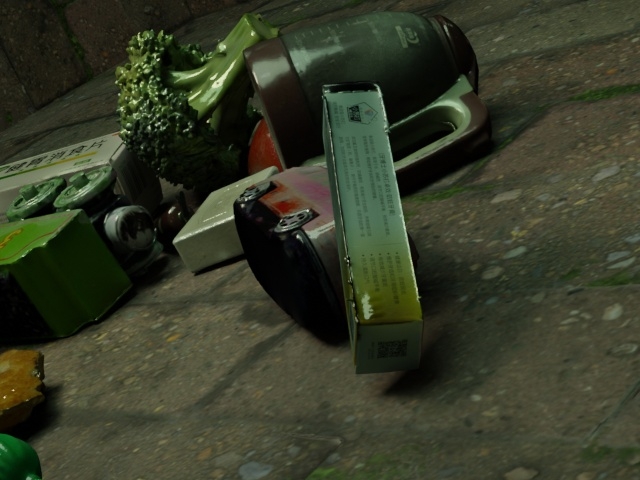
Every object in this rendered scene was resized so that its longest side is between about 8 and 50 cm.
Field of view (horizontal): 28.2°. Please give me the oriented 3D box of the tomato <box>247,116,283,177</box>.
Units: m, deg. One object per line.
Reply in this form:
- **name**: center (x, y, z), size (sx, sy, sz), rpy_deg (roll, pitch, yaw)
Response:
- **tomato**: center (-0.034, -0.166, 2.001), size (0.228, 0.112, 0.199), rpy_deg (-18, 21, 31)

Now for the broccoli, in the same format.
- **broccoli**: center (-0.215, -0.236, 2.064), size (0.249, 0.302, 0.375), rpy_deg (16, 19, 8)

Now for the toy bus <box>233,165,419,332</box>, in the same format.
- **toy bus**: center (0.000, 0.000, 1.437), size (0.147, 0.127, 0.302), rpy_deg (-26, 17, -12)

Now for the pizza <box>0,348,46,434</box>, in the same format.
- **pizza**: center (-0.382, 0.197, 1.510), size (0.134, 0.056, 0.271), rpy_deg (-28, 16, -2)

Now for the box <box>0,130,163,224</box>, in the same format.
- **box**: center (-0.451, -0.060, 2.146), size (0.333, 0.145, 0.173), rpy_deg (-14, 20, 15)

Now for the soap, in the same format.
- **soap**: center (-0.119, -0.030, 1.792), size (0.121, 0.064, 0.183), rpy_deg (-21, 17, 21)

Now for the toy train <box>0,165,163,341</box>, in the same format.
- **toy train**: center (-0.386, 0.023, 1.837), size (0.307, 0.173, 0.249), rpy_deg (-8, 31, 44)

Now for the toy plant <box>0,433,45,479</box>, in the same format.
- **toy plant**: center (-0.355, 0.248, 1.258), size (0.200, 0.105, 0.143), rpy_deg (4, 40, 36)

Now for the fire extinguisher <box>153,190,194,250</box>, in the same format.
- **fire extinguisher**: center (-0.213, -0.017, 1.863), size (0.045, 0.078, 0.157), rpy_deg (-19, -5, -26)

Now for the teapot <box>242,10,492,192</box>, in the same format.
- **teapot**: center (0.080, -0.184, 1.768), size (0.312, 0.233, 0.315), rpy_deg (-20, 47, -1)

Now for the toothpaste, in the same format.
- **toothpaste**: center (0.044, -0.021, 1.243), size (0.071, 0.089, 0.313), rpy_deg (-5, 51, -3)
